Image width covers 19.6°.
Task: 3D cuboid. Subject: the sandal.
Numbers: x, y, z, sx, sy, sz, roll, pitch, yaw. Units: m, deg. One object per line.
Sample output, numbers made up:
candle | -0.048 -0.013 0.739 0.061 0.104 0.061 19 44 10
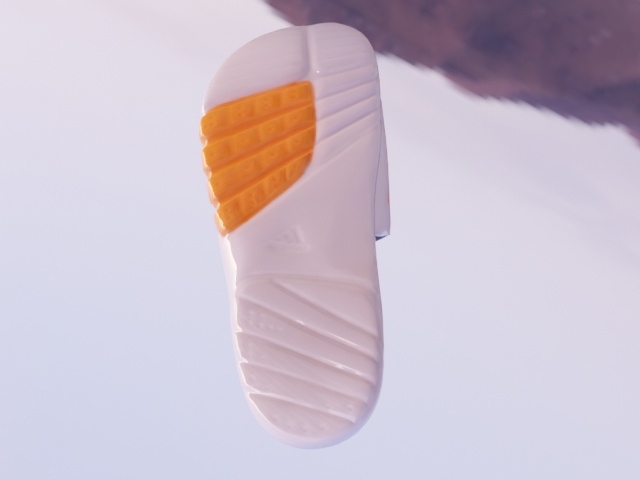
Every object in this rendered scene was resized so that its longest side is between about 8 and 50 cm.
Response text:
sandal | -0.011 0.002 1.011 0.102 0.265 0.076 -6 150 7
